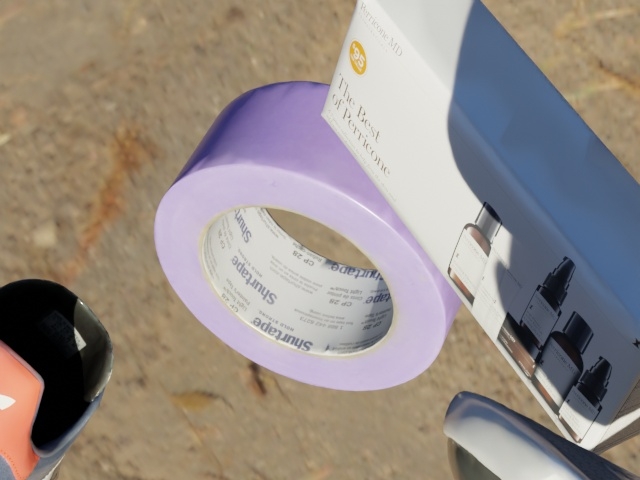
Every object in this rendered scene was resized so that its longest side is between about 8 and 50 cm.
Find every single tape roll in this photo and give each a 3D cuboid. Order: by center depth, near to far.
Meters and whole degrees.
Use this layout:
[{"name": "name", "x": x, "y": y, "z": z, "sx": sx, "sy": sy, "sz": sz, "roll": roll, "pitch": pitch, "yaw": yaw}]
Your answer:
[{"name": "tape roll", "x": 0.000, "y": 0.000, "z": 0.983, "sx": 0.189, "sy": 0.189, "sz": 0.080, "roll": 9, "pitch": 47, "yaw": 22}]

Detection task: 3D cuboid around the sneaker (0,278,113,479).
[{"name": "sneaker", "x": -0.186, "y": 0.086, "z": 0.992, "sx": 0.131, "sy": 0.350, "sz": 0.148, "roll": 42, "pitch": 95, "yaw": -6}]

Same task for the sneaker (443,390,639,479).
[{"name": "sneaker", "x": 0.089, "y": 0.161, "z": 0.478, "sx": 0.147, "sy": 0.104, "sz": 0.296, "roll": -58, "pitch": 35, "yaw": 9}]

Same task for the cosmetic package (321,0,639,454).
[{"name": "cosmetic package", "x": 0.093, "y": -0.019, "z": 0.789, "sx": 0.060, "sy": 0.099, "sz": 0.239, "roll": -18, "pitch": 58, "yaw": -30}]
